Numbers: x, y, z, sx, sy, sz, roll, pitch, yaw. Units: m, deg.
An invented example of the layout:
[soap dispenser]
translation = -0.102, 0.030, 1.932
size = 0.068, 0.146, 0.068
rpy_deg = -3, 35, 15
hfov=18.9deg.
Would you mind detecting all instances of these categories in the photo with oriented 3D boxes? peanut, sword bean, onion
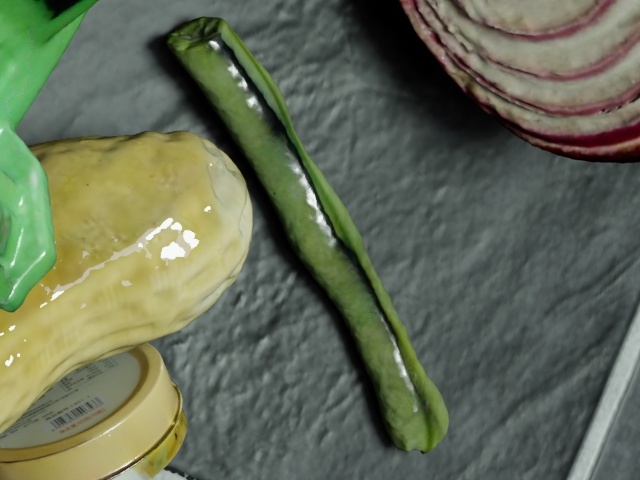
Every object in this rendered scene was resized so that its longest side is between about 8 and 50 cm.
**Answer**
[peanut]
translation = -0.148, 0.029, 0.860
size = 0.263, 0.117, 0.101
rpy_deg = -33, 125, -23
[sword bean]
translation = 0.000, 0.000, 0.995
size = 0.043, 0.038, 0.269
rpy_deg = -42, 115, -29
[onion]
translation = 0.166, -0.160, 0.995
size = 0.206, 0.216, 0.207
rpy_deg = -45, 121, -46

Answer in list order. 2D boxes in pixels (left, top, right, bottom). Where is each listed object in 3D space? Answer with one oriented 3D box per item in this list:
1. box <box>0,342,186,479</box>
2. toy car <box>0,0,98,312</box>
[box]
translation = -0.115, 0.085, 0.886
size = 0.105, 0.105, 0.037
rpy_deg = -32, 119, -26
[toy car]
translation = -0.129, -0.175, 0.773
size = 0.358, 0.176, 0.213
rpy_deg = -62, 160, -14
